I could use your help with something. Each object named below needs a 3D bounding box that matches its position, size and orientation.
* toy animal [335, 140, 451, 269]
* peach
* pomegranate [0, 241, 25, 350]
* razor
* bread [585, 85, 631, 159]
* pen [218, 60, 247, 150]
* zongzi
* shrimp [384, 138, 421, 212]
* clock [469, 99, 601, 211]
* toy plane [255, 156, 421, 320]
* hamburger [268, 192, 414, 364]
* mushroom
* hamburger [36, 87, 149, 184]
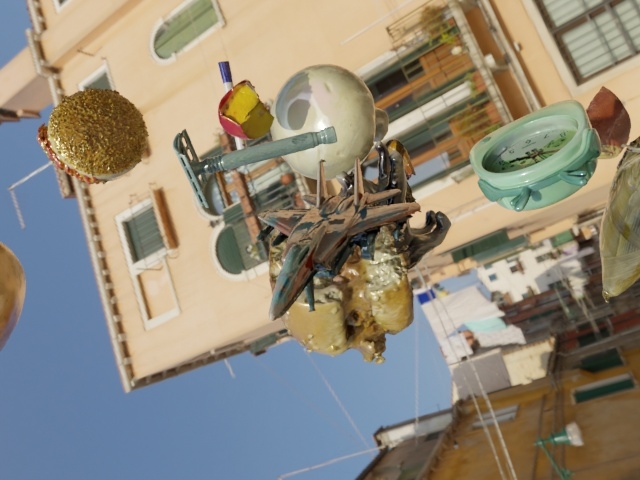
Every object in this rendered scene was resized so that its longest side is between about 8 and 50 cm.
[{"bbox_3d":[0.149,-0.045,1.371,0.344,0.302,0.194,47,-178,-22],"label":"toy animal"},{"bbox_3d":[-0.187,-0.310,1.284,0.151,0.118,0.151,-22,-90,-81],"label":"peach"},{"bbox_3d":[-0.862,0.111,1.133,0.411,0.411,0.412,47,-151,-36],"label":"pomegranate"},{"bbox_3d":[-0.089,-0.130,0.776,0.106,0.231,0.068,77,179,-47],"label":"razor"},{"bbox_3d":[0.622,-0.243,1.147,0.119,0.192,0.067,35,172,14],"label":"bread"},{"bbox_3d":[-0.249,-0.376,1.491,0.033,0.033,0.269,-33,-66,-67],"label":"pen"},{"bbox_3d":[0.375,-0.022,0.603,0.194,0.099,0.198,18,-87,-63],"label":"zongzi"},{"bbox_3d":[0.223,-0.175,1.446,0.150,0.068,0.249,104,151,-58],"label":"shrimp"},{"bbox_3d":[0.282,-0.100,0.682,0.066,0.159,0.211,54,-151,-22],"label":"clock"},{"bbox_3d":[0.001,0.006,0.626,0.326,0.222,0.104,-66,-31,-52],"label":"toy plane"},{"bbox_3d":[0.048,0.100,1.064,0.445,0.268,0.287,-109,1,-68],"label":"hamburger"},{"bbox_3d":[0.038,-0.318,1.450,0.355,0.315,0.315,11,-136,-11],"label":"mushroom"},{"bbox_3d":[-0.662,-0.308,1.551,0.276,0.179,0.294,47,-110,-9],"label":"hamburger"}]
